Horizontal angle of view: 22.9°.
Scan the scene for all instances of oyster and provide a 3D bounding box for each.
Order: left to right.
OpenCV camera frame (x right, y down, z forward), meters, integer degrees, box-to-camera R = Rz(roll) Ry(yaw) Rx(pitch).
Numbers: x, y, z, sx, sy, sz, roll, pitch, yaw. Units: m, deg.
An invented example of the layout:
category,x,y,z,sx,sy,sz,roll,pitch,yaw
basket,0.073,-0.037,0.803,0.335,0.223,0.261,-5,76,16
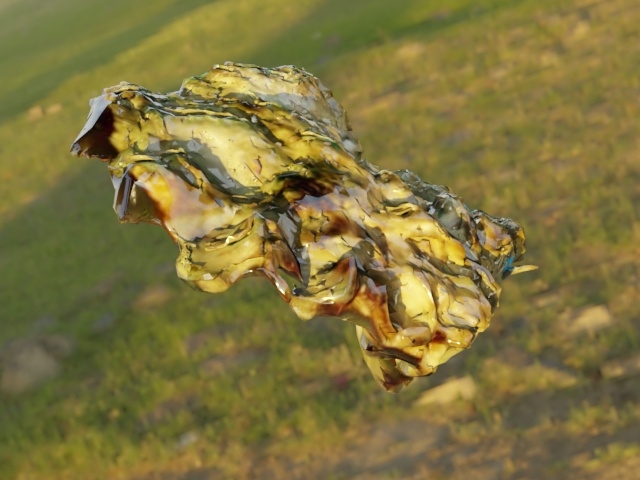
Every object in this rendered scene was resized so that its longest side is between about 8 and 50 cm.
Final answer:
category,x,y,z,sx,sy,sz,roll,pitch,yaw
oyster,0.004,-0.007,0.718,0.092,0.260,0.198,-49,47,12
